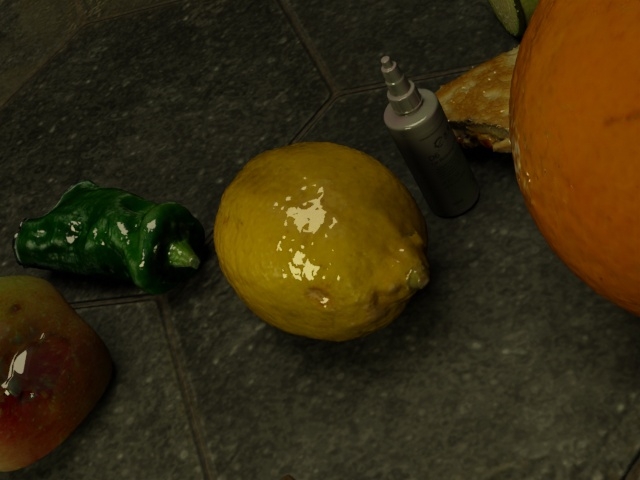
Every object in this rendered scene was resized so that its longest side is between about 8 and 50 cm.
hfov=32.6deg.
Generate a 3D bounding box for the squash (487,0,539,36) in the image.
[{"bbox_3d":[0.299,-0.344,1.226,0.247,0.132,0.132,-29,42,2],"label":"squash"}]

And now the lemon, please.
[{"bbox_3d":[0.000,0.000,1.041,0.257,0.188,0.188,27,68,42],"label":"lemon"}]

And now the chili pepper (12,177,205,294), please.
[{"bbox_3d":[-0.227,-0.002,1.253,0.270,0.099,0.136,9,32,44],"label":"chili pepper"}]

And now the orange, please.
[{"bbox_3d":[0.344,-0.121,0.808,0.424,0.326,0.424,-18,24,9],"label":"orange"}]

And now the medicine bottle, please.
[{"bbox_3d":[0.100,-0.105,1.069,0.058,0.199,0.057,-17,44,17],"label":"medicine bottle"}]

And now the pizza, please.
[{"bbox_3d":[0.165,-0.134,1.165,0.199,0.062,0.188,-9,34,32],"label":"pizza"}]

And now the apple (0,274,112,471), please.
[{"bbox_3d":[-0.329,0.130,1.145,0.207,0.173,0.188,32,74,28],"label":"apple"}]

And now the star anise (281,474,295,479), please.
[{"bbox_3d":[-0.016,0.292,0.855,0.214,0.099,0.220,-15,38,-1],"label":"star anise"}]
